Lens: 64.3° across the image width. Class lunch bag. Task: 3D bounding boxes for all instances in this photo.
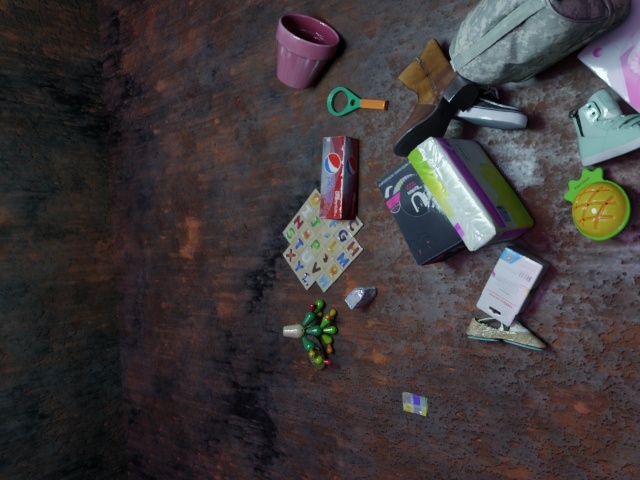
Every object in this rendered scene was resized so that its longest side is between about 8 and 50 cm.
[{"bbox_3d":[0.131,0.174,1.615,0.083,0.071,0.053,-51,58,33],"label":"lunch bag"},{"bbox_3d":[0.456,-0.477,1.101,0.212,0.256,0.305,61,153,-2],"label":"lunch bag"}]

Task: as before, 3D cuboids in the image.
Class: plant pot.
[{"bbox_3d":[-0.060,-0.608,1.663,0.201,0.201,0.180,52,139,25],"label":"plant pot"}]

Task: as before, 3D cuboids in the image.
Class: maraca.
[{"bbox_3d":[0.627,-0.084,1.160,0.127,0.099,0.185,-47,39,36],"label":"maraca"}]

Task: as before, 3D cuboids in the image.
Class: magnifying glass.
[{"bbox_3d":[0.114,-0.438,1.624,0.231,0.026,0.092,18,104,40],"label":"magnifying glass"}]

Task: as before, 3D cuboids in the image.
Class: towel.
[{"bbox_3d":[0.285,0.496,1.543,0.083,0.009,0.060,2,93,41],"label":"towel"}]

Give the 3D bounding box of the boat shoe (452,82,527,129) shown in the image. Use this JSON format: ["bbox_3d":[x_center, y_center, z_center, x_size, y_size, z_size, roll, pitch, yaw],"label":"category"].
[{"bbox_3d":[0.404,-0.360,1.324,0.306,0.113,0.104,31,107,52],"label":"boat shoe"}]

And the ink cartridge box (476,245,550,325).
[{"bbox_3d":[0.491,0.116,1.307,0.104,0.062,0.181,35,114,34],"label":"ink cartridge box"}]

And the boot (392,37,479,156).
[{"bbox_3d":[0.256,-0.385,1.359,0.264,0.096,0.280,-50,37,27],"label":"boot"}]

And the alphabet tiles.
[{"bbox_3d":[0.000,0.000,1.755,0.342,0.011,0.285,-51,61,30],"label":"alphabet tiles"}]

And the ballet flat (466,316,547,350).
[{"bbox_3d":[0.481,0.236,1.324,0.206,0.073,0.067,4,81,37],"label":"ballet flat"}]

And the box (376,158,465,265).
[{"bbox_3d":[0.303,-0.088,1.402,0.165,0.143,0.270,-38,70,36],"label":"box"}]

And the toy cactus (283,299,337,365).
[{"bbox_3d":[-0.035,0.309,1.715,0.181,0.112,0.218,-1,81,2],"label":"toy cactus"}]

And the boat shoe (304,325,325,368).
[{"bbox_3d":[-0.019,0.372,1.779,0.056,0.048,0.153,-27,81,15],"label":"boat shoe"}]

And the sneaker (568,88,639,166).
[{"bbox_3d":[0.635,-0.259,1.075,0.256,0.094,0.151,157,96,-71],"label":"sneaker"}]

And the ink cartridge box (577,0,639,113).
[{"bbox_3d":[0.771,-0.399,1.034,0.324,0.071,0.330,-49,61,31],"label":"ink cartridge box"}]

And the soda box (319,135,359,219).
[{"bbox_3d":[0.061,-0.197,1.634,0.092,0.083,0.263,5,93,38],"label":"soda box"}]

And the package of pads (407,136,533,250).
[{"bbox_3d":[0.382,-0.125,1.277,0.101,0.229,0.296,-44,66,39],"label":"package of pads"}]
